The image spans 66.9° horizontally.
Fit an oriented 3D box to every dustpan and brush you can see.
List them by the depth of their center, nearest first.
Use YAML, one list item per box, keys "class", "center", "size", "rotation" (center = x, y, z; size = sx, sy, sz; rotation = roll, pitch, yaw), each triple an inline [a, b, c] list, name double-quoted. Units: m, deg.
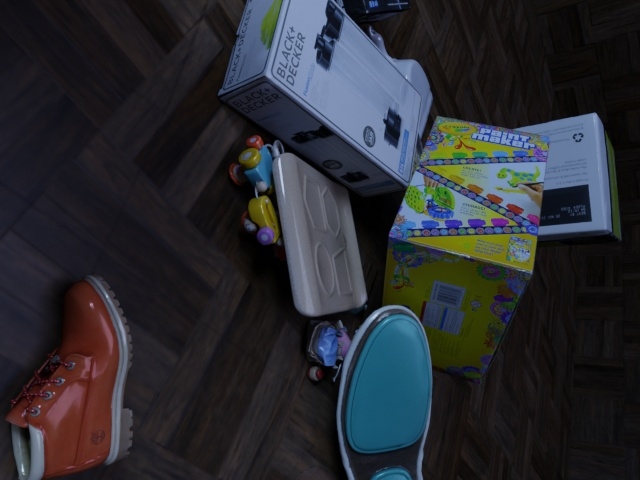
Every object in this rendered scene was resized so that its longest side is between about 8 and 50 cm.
- class: "dustpan and brush"
  center: [0.147, -0.312, 0.912]
  size: [0.211, 0.060, 0.147]
  rotation: [59, 42, -41]

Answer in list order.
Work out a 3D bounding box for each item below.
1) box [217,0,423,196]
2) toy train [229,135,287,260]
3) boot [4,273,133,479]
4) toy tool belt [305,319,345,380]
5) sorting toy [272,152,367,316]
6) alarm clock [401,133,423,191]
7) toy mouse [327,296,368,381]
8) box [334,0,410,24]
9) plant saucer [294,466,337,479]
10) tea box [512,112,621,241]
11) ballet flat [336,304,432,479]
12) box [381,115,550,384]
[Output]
- class: "box"
  center: [0.019, -0.194, 0.653]
  size: [0.290, 0.087, 0.169]
  rotation: [29, 65, -41]
- class: "toy train"
  center: [-0.065, -0.041, 0.591]
  size: [0.125, 0.046, 0.166]
  rotation: [-6, 83, -73]
- class: "boot"
  center: [-0.197, 0.106, 0.378]
  size: [0.084, 0.059, 0.158]
  rotation: [-1, 88, -49]
- class: "toy tool belt"
  center: [0.008, 0.149, 0.656]
  size: [0.052, 0.051, 0.083]
  rotation: [13, 76, -52]
- class: "sorting toy"
  center: [0.000, 0.000, 0.637]
  size: [0.208, 0.038, 0.193]
  rotation: [10, 68, -67]
- class: "alarm clock"
  center: [0.142, -0.143, 0.866]
  size: [0.192, 0.064, 0.129]
  rotation: [28, 63, -46]
- class: "toy mouse"
  center: [0.045, 0.126, 0.726]
  size: [0.161, 0.031, 0.143]
  rotation: [-54, 128, -42]
- class: "box"
  center: [0.063, -0.434, 0.782]
  size: [0.180, 0.077, 0.147]
  rotation: [-37, 115, -49]
- class: "plant saucer"
  center: [-0.006, 0.388, 0.628]
  size: [0.168, 0.029, 0.168]
  rotation: [9, 78, -54]
- class: "tea box"
  center: [0.448, -0.098, 1.057]
  size: [0.323, 0.329, 0.220]
  rotation: [8, 79, -55]
- class: "ballet flat"
  center: [0.082, 0.285, 0.689]
  size: [0.139, 0.139, 0.400]
  rotation: [-7, 95, -54]
- class: "box"
  center: [0.218, 0.015, 0.763]
  size: [0.290, 0.177, 0.279]
  rotation: [87, 24, -47]
